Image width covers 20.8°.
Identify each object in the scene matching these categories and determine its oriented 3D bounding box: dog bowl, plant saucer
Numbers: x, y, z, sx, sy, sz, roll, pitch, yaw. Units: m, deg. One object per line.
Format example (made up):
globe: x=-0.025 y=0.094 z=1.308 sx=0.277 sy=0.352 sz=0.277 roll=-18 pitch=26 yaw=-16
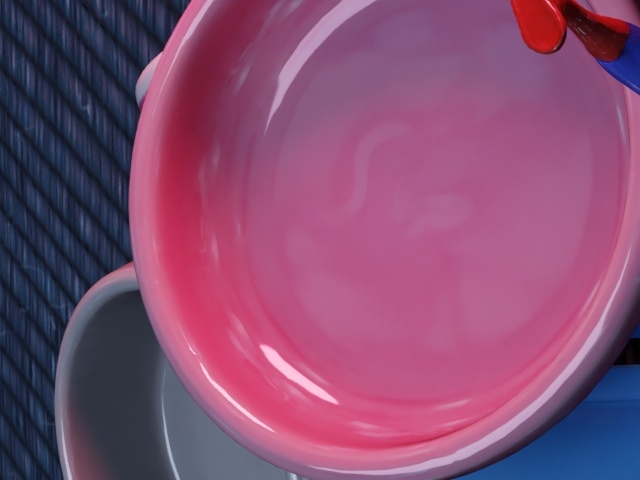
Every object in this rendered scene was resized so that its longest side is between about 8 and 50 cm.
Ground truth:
dog bowl: x=-0.076 y=0.160 z=1.303 sx=0.349 sy=0.102 sz=0.348 roll=17 pitch=113 yaw=45
plant saucer: x=0.046 y=-0.032 z=0.946 sx=0.332 sy=0.084 sz=0.332 roll=-5 pitch=80 yaw=34

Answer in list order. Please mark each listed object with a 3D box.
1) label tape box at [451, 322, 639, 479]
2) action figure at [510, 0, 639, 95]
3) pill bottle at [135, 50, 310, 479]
label tape box: x=0.166 y=0.202 z=0.945 sx=0.249 sy=0.115 sz=0.347 roll=-6 pitch=110 yaw=40
action figure: x=0.210 y=-0.034 z=0.783 sx=0.091 sy=0.280 sz=0.139 roll=-40 pitch=48 yaw=22
pill bottle: x=0.000 y=0.000 z=1.121 sx=0.160 sy=0.160 sz=0.283 roll=-31 pitch=77 yaw=49
